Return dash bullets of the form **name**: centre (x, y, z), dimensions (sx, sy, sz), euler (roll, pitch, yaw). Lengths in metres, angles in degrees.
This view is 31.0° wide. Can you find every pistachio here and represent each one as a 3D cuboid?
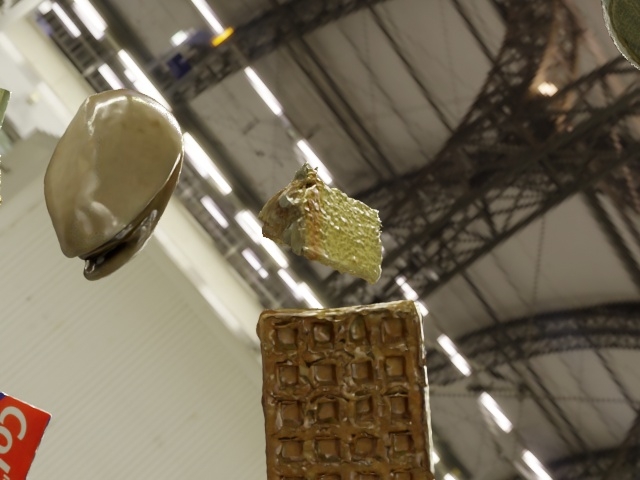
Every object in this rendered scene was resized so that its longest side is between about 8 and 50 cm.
- **pistachio**: centre (-0.236, -0.067, 1.309), dimensions (0.153, 0.238, 0.138), euler (-3, -33, 29)

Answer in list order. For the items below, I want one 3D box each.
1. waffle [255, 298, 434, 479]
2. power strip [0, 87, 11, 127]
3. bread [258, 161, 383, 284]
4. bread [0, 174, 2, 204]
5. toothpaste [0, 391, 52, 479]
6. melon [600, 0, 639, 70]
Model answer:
- **waffle**: centre (0.034, 0.230, 1.445), dimensions (0.091, 0.212, 0.308), euler (6, 81, -88)
- **power strip**: centre (-0.484, -0.160, 1.659), dimensions (0.051, 0.136, 0.019), euler (15, -2, 22)
- **bread**: centre (0.000, 0.000, 1.528), dimensions (0.147, 0.127, 0.152), euler (27, 32, -30)
- **bread**: centre (-0.605, -0.124, 1.459), dimensions (0.165, 0.375, 0.237), euler (16, -67, 47)
- **toothpaste**: centre (-0.281, 0.246, 0.814), dimensions (0.076, 0.320, 0.066), euler (26, -47, -14)
- **melon**: centre (0.571, -0.388, 1.852), dimensions (0.302, 0.237, 0.237), euler (-83, 151, -44)
